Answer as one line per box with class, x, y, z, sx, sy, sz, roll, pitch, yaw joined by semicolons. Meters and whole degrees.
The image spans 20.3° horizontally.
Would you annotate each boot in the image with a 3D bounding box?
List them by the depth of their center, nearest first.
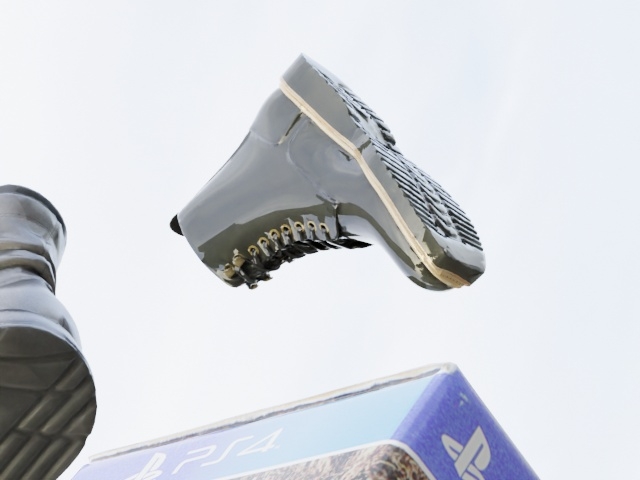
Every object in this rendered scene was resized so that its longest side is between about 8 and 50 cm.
boot;-0.253;0.129;0.968;0.338;0.222;0.118;-39;-66;3
boot;0.000;0.000;1.011;0.137;0.198;0.077;-48;-49;11

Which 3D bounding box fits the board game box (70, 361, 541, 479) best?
board game box;-0.019;0.214;0.375;0.232;0.141;0.291;53;-133;-17
